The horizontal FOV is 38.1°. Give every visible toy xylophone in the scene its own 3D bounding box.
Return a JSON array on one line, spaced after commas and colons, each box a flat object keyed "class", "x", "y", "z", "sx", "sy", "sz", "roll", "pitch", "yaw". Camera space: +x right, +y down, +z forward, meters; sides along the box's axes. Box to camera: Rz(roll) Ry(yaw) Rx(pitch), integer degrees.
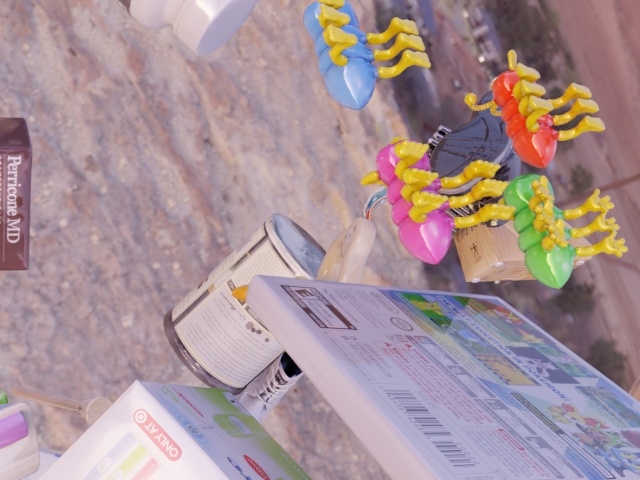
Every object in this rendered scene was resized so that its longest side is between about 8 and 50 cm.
[{"class": "toy xylophone", "x": -0.346, "y": 0.166, "z": 0.854, "sx": 0.236, "sy": 0.322, "sz": 0.081, "roll": -27, "pitch": 111, "yaw": -45}]

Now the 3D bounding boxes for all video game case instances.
[{"class": "video game case", "x": 0.131, "y": 0.123, "z": 0.790, "sx": 0.299, "sy": 0.036, "sz": 0.329, "roll": 7, "pitch": 20, "yaw": -31}]

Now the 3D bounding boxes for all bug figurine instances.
[{"class": "bug figurine", "x": 0.099, "y": -0.072, "z": 0.655, "sx": 0.279, "sy": 0.072, "sz": 0.216, "roll": 11, "pitch": 53, "yaw": -36}]

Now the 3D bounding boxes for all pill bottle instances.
[{"class": "pill bottle", "x": -0.243, "y": -0.412, "z": 1.305, "sx": 0.318, "sy": 0.176, "sz": 0.176, "roll": 43, "pitch": 28, "yaw": 3}]

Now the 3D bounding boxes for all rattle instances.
[{"class": "rattle", "x": 0.000, "y": 0.000, "z": 1.140, "sx": 0.142, "sy": 0.200, "sz": 0.130, "roll": 25, "pitch": 23, "yaw": 2}]

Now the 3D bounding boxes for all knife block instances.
[{"class": "knife block", "x": 0.276, "y": -0.060, "z": 1.464, "sx": 0.275, "sy": 0.088, "sz": 0.242, "roll": 0, "pitch": 67, "yaw": -27}]

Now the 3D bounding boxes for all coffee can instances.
[{"class": "coffee can", "x": -0.115, "y": 0.115, "z": 1.664, "sx": 0.201, "sy": 0.275, "sz": 0.201, "roll": 44, "pitch": 15, "yaw": -15}]

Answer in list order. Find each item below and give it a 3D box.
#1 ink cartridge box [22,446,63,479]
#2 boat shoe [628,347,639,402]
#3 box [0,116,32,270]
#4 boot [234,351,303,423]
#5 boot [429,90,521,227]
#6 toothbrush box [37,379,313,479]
[{"class": "ink cartridge box", "x": -0.414, "y": 0.301, "z": 1.220, "sx": 0.134, "sy": 0.231, "sz": 0.078, "roll": 30, "pitch": 70, "yaw": -40}, {"class": "boat shoe", "x": 0.447, "y": 0.145, "z": 1.130, "sx": 0.341, "sy": 0.110, "sz": 0.122, "roll": -26, "pitch": 112, "yaw": -40}, {"class": "box", "x": -0.590, "y": -0.063, "z": 1.250, "sx": 0.381, "sy": 0.191, "sz": 0.143, "roll": -2, "pitch": 26, "yaw": -23}, {"class": "boot", "x": -0.104, "y": 0.275, "z": 1.786, "sx": 0.095, "sy": 0.123, "sz": 0.258, "roll": 39, "pitch": 55, "yaw": -15}, {"class": "boot", "x": 0.219, "y": -0.077, "z": 1.254, "sx": 0.236, "sy": 0.085, "sz": 0.179, "roll": -49, "pitch": 144, "yaw": -40}, {"class": "toothbrush box", "x": -0.080, "y": 0.231, "z": 0.764, "sx": 0.206, "sy": 0.122, "sz": 0.283, "roll": 44, "pitch": -1, "yaw": 13}]
